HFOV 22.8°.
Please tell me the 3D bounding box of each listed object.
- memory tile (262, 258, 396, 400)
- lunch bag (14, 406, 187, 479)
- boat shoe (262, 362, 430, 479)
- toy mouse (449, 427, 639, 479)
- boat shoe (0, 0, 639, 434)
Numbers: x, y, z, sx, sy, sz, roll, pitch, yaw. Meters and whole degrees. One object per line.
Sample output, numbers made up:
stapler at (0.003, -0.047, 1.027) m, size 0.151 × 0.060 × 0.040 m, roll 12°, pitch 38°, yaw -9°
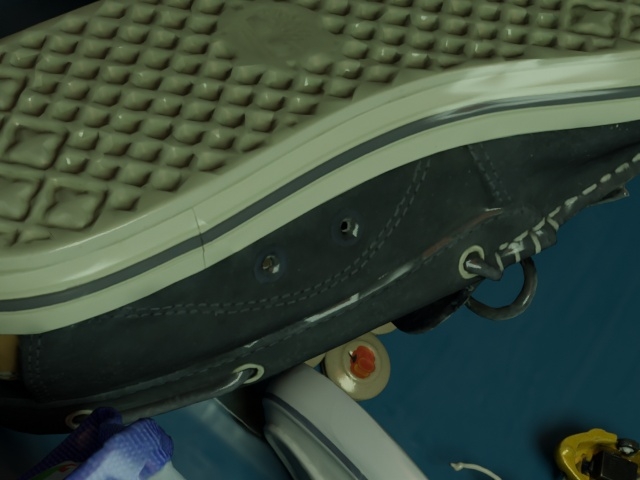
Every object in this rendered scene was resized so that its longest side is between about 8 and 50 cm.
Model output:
memory tile at (0.000, 0.000, 0.807) m, size 0.113 × 0.012 × 0.148 m, roll 25°, pitch 63°, yaw -17°
lunch bag at (-0.129, 0.291, 0.510) m, size 0.385 × 0.239 × 0.328 m, roll -34°, pitch 90°, yaw -13°
boat shoe at (0.040, 0.175, 0.718) m, size 0.084 × 0.095 × 0.258 m, roll -35°, pitch 82°, yaw -12°
toy mouse at (0.129, 0.166, 0.802) m, size 0.161 × 0.031 × 0.143 m, roll 18°, pitch 64°, yaw -21°
boat shoe at (0.038, -0.055, 0.734) m, size 0.500 × 0.156 × 0.187 m, roll -24°, pitch 52°, yaw -22°
